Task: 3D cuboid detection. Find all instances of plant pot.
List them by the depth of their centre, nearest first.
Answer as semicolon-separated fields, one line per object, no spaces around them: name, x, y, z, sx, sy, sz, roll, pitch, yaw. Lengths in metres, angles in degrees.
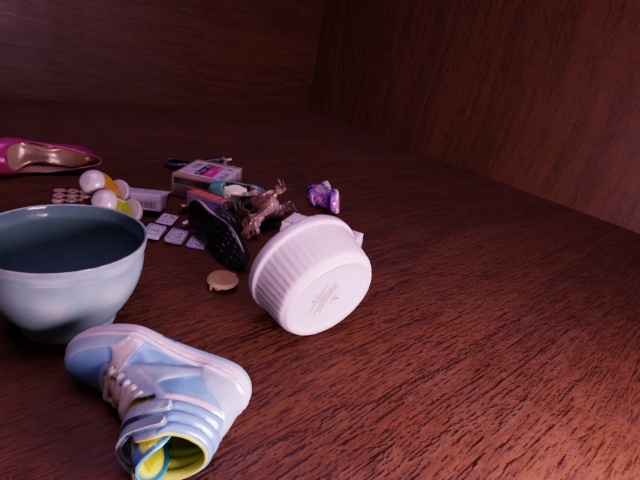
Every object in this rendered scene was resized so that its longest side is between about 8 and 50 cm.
plant pot;-0.495;0.073;0.846;0.293;0.196;0.293;10;25;-4

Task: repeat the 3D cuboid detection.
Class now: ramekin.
ramekin;-0.010;0.088;0.953;0.272;0.273;0.127;-9;44;-37

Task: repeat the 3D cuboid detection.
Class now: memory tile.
memory tile;-0.783;-0.143;1.410;0.148;0.012;0.113;-2;27;-25

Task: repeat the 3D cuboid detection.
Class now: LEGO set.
LEGO set;-0.412;-0.061;1.336;0.182;0.060;0.244;13;24;-4

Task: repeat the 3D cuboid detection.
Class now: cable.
cable;-0.510;-0.304;1.849;0.287;0.072;0.139;-8;46;-11

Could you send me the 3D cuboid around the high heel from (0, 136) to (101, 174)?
high heel;-0.964;-0.287;1.495;0.181;0.127;0.377;10;19;25

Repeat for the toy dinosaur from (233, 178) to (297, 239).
toy dinosaur;-0.196;-0.111;1.470;0.200;0.127;0.296;-26;9;3

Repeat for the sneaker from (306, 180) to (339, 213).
sneaker;0.006;-0.166;1.698;0.104;0.095;0.236;-4;23;-15

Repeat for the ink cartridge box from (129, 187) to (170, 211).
ink cartridge box;-0.611;-0.142;1.459;0.189;0.066;0.232;5;4;-11

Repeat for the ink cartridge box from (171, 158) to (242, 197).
ink cartridge box;-0.422;-0.225;1.643;0.193;0.088;0.235;11;24;3

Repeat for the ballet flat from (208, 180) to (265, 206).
ballet flat;-0.270;-0.162;1.533;0.087;0.083;0.247;3;0;44

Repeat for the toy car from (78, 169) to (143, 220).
toy car;-0.620;-0.104;1.250;0.182;0.136;0.159;52;6;17

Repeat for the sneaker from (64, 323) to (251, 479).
sneaker;-0.282;0.243;0.657;0.318;0.127;0.208;12;23;5

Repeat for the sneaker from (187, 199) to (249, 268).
sneaker;-0.261;-0.030;1.251;0.124;0.107;0.283;-3;39;-47

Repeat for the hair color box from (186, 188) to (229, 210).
hair color box;-0.376;-0.118;1.452;0.141;0.072;0.043;20;26;16

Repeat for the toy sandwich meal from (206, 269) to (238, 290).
toy sandwich meal;-0.245;0.103;1.088;0.085;0.029;0.086;10;29;-6

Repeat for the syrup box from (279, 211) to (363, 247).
syrup box;0.000;0.000;1.322;0.236;0.096;0.093;19;28;16
